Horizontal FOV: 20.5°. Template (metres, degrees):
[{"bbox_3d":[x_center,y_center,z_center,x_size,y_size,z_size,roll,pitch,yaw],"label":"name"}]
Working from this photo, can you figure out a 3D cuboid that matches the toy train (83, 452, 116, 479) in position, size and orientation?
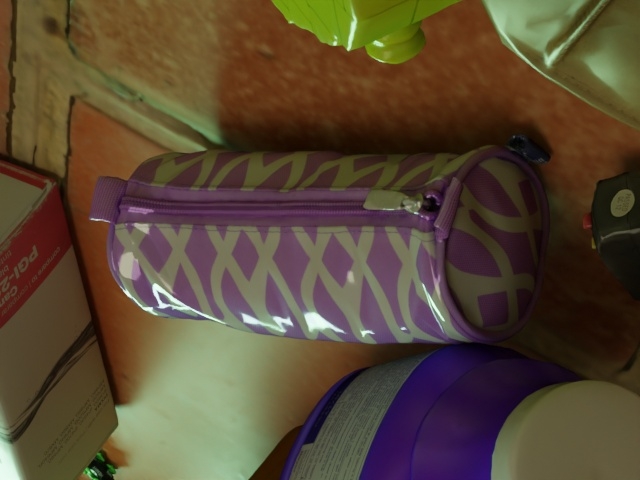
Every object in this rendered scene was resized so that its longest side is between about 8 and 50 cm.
[{"bbox_3d":[-0.162,0.127,1.126,0.083,0.017,0.023,51,153,-21],"label":"toy train"}]

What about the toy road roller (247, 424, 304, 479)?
[{"bbox_3d":[0.017,0.255,0.970,0.329,0.202,0.241,29,135,13],"label":"toy road roller"}]

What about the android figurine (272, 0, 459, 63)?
[{"bbox_3d":[-0.015,-0.168,0.508,0.248,0.056,0.273,54,166,43],"label":"android figurine"}]

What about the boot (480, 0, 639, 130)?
[{"bbox_3d":[0.085,-0.144,0.489,0.236,0.089,0.269,34,155,0],"label":"boot"}]

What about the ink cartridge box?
[{"bbox_3d":[-0.216,0.044,1.009,0.158,0.092,0.218,20,145,22],"label":"ink cartridge box"}]

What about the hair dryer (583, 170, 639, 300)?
[{"bbox_3d":[0.220,0.105,0.710,0.223,0.080,0.294,11,139,31],"label":"hair dryer"}]

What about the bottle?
[{"bbox_3d":[0.060,0.103,0.756,0.092,0.118,0.283,28,164,-10],"label":"bottle"}]

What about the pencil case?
[{"bbox_3d":[0.000,0.000,0.767,0.206,0.086,0.088,-1,166,40],"label":"pencil case"}]
